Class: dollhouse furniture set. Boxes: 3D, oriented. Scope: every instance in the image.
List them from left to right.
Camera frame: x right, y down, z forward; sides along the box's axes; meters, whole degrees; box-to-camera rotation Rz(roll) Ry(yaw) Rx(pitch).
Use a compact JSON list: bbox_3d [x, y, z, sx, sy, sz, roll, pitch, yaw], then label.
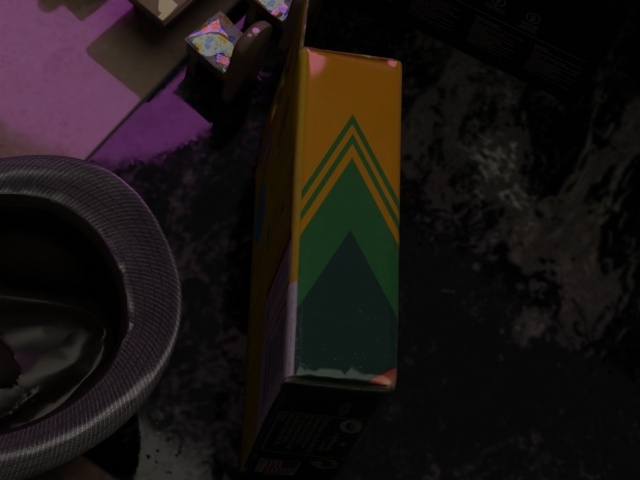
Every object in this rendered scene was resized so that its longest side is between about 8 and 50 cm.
[{"bbox_3d":[-0.075,-0.283,1.490,0.212,0.161,0.242,40,62,9],"label":"dollhouse furniture set"}]

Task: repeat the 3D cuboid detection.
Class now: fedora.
[{"bbox_3d":[-0.236,0.074,1.294,0.275,0.124,0.243,-27,69,-14],"label":"fedora"}]

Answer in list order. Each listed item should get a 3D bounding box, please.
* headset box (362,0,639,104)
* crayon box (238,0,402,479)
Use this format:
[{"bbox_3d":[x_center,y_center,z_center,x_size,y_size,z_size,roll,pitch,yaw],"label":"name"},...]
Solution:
[{"bbox_3d":[0.167,-0.281,1.474,0.246,0.283,0.131,25,61,2],"label":"headset box"},{"bbox_3d":[0.000,0.000,1.339,0.081,0.202,0.318,7,63,-9],"label":"crayon box"}]
